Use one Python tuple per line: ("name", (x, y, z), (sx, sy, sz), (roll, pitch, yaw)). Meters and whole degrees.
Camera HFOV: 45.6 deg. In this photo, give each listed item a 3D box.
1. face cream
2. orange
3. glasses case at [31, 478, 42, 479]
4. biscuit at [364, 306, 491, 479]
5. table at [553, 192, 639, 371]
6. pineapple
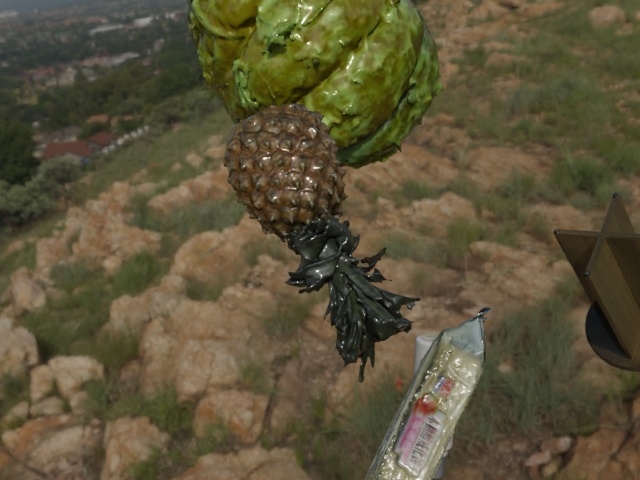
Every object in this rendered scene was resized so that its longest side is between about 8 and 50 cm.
("face cream", (0.218, 0.342, 1.481), (0.092, 0.311, 0.092), (3, 7, 0))
("orange", (-0.010, -0.199, 0.770), (0.223, 0.300, 0.301), (-37, 42, 18))
("glasses case", (-0.333, 0.365, 0.862), (0.050, 0.083, 0.196), (-20, 35, 1))
("biscuit", (0.137, 0.239, 1.006), (0.079, 0.186, 0.309), (29, 69, 7))
("table", (0.422, 0.055, 1.059), (0.167, 0.227, 0.167), (-22, 43, 22))
("pineapple", (0.000, 0.000, 0.343), (0.058, 0.124, 0.058), (-23, -19, -9))
